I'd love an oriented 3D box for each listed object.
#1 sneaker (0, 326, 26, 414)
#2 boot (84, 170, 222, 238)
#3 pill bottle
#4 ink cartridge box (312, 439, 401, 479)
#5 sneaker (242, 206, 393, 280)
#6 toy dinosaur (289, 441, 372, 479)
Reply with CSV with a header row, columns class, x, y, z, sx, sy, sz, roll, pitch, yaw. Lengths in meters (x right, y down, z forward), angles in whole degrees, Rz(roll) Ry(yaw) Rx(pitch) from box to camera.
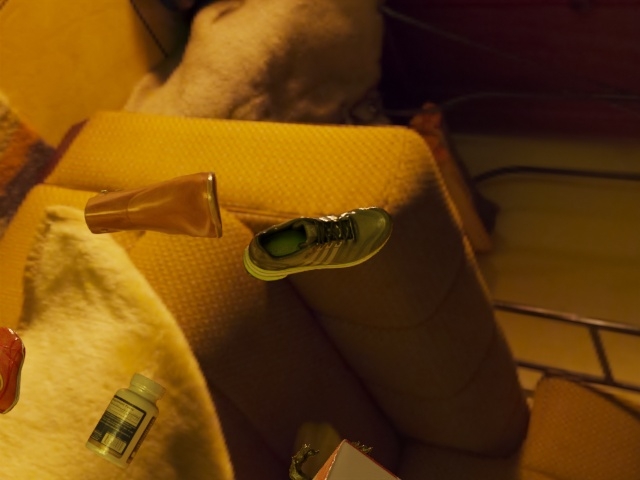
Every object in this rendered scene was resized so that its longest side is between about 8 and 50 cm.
class,x,y,z,sx,sy,sz,roll,pitch,yaw
sneaker,-0.536,0.206,1.578,0.067,0.064,0.175,47,16,-41
boot,-0.267,-0.045,1.497,0.295,0.211,0.104,176,-91,-80
pill bottle,-0.264,0.245,1.296,0.120,0.067,0.067,-61,146,-16
ink cartridge box,0.014,0.315,0.911,0.176,0.128,0.127,-55,178,17
sneaker,0.000,0.000,1.803,0.121,0.299,0.111,107,-35,-73
toy dinosaur,0.003,0.295,1.086,0.064,0.268,0.118,58,37,-55
